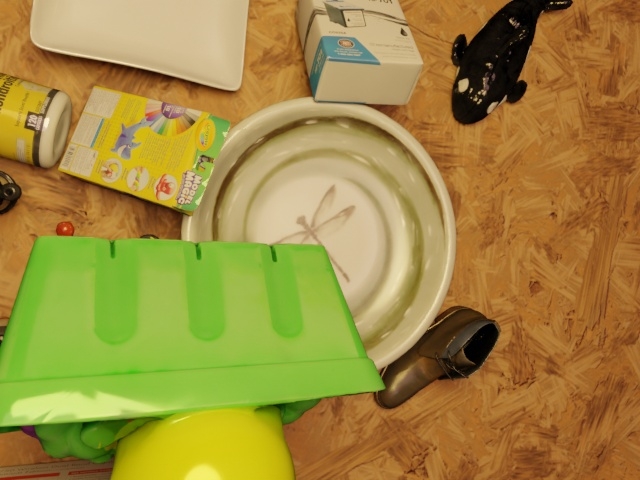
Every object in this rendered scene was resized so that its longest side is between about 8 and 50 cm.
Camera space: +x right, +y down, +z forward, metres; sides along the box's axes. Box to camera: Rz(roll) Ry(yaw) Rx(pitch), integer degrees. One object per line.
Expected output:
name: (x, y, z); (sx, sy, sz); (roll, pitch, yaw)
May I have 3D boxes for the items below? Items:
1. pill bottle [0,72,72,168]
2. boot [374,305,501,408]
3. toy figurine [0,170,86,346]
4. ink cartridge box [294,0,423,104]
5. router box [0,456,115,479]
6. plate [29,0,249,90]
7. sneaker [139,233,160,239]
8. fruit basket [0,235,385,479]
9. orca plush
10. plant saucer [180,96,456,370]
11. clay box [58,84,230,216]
pill bottle: (-0.420, -0.162, 0.700); (0.184, 0.103, 0.103); (14, 85, -15)
boot: (0.179, 0.183, 0.858); (0.219, 0.106, 0.082); (-42, 99, -13)
toy figurine: (-0.407, 0.034, 0.685); (0.213, 0.148, 0.210); (39, 85, -14)
ink cartridge box: (0.049, -0.289, 0.799); (0.139, 0.082, 0.191); (-2, 58, -16)
router box: (-0.340, 0.338, 0.611); (0.335, 0.301, 0.082); (1, 89, -15)
plate: (-0.233, -0.366, 0.772); (0.277, 0.045, 0.278); (7, 88, -24)
sneaker: (-0.233, 0.142, 0.748); (0.121, 0.111, 0.300); (-4, 88, -12)
fruit basket: (-0.128, 0.188, 0.550); (0.391, 0.283, 0.393); (9, 69, -24)
orca plush: (0.323, -0.316, 0.911); (0.287, 0.102, 0.151); (-41, 99, -13)
plant saucer: (0.000, 0.000, 0.816); (0.400, 0.100, 0.401); (0, 89, -15)
clay box: (-0.220, -0.115, 0.723); (0.221, 0.053, 0.128); (18, 83, 20)
